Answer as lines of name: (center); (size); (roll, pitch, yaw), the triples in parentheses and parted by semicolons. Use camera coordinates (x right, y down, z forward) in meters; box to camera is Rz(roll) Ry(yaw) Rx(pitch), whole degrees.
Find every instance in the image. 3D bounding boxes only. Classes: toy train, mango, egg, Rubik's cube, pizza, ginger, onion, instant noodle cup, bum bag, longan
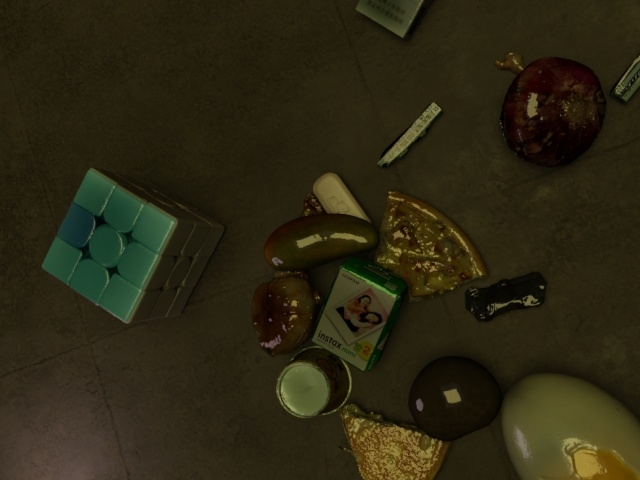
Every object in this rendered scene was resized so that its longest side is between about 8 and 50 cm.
toy train: (0.221, -0.257, 1.736); (0.047, 0.043, 0.207); (45, 100, 9)
mango: (-0.001, -0.001, 1.698); (0.289, 0.146, 0.129); (-10, 99, 7)
egg: (0.545, 0.438, 1.498); (0.283, 0.283, 0.345); (-42, 71, 11)
toy train: (0.759, -0.426, 1.579); (0.048, 0.055, 0.252); (39, 99, 14)
Rubik's cube: (-0.477, 0.014, 1.804); (0.291, 0.291, 0.290); (31, 97, 14)
pizza: (0.242, 0.030, 1.703); (0.323, 0.089, 0.223); (43, 97, 14)
ginger: (0.471, -0.429, 1.677); (0.097, 0.030, 0.048); (24, 123, 18)
onion: (0.522, -0.288, 1.575); (0.246, 0.190, 0.246); (-1, 95, -12)
instant noodle cup: (-0.025, 0.361, 1.736); (0.182, 0.144, 0.182); (0, 89, 16)
pizza: (0.164, 0.505, 1.718); (0.280, 0.075, 0.288); (-45, 75, 6)
bum bag: (0.444, 0.137, 1.659); (0.197, 0.049, 0.087); (-18, 59, 15)
longan: (0.310, 0.364, 1.620); (0.212, 0.198, 0.198); (-37, 79, 28)

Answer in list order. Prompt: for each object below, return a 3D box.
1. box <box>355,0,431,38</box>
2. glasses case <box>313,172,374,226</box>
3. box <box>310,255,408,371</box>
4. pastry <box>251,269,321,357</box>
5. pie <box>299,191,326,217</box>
box: (0.211, -0.642, 1.708); (0.155, 0.067, 0.243); (36, 115, 12)
glasses case: (0.059, -0.083, 1.775); (0.083, 0.050, 0.196); (-39, 79, 14)
box: (0.097, 0.179, 1.695); (0.180, 0.103, 0.250); (28, 115, 17)
pastry: (-0.095, 0.181, 1.749); (0.218, 0.100, 0.229); (12, 98, 53)
pie: (-0.028, -0.025, 1.787); (0.088, 0.033, 0.191); (24, 114, 4)
